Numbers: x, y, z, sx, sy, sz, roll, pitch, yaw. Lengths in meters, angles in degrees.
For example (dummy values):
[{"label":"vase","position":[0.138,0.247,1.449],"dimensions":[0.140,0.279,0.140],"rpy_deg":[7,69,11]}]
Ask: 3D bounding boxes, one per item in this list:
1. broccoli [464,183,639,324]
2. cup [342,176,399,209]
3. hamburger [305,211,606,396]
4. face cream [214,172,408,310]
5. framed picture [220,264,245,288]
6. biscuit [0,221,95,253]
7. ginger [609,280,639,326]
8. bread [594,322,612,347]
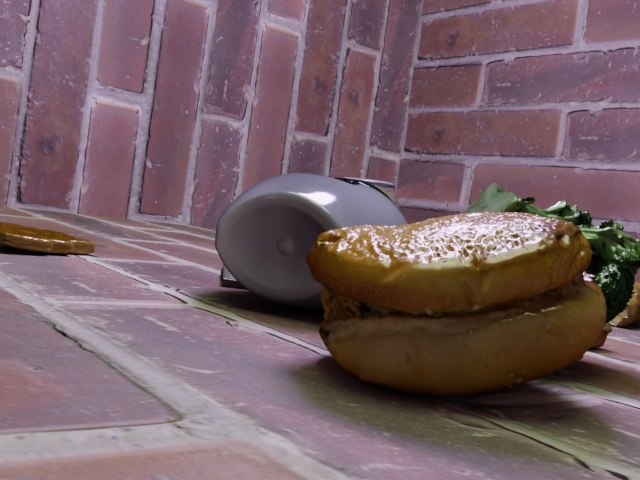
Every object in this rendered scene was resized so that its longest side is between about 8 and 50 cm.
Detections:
[{"label":"broccoli","position":[0.301,0.044,1.015],"dimensions":[0.245,0.294,0.265],"rpy_deg":[42,-42,-14]},{"label":"cup","position":[0.072,-0.035,1.914],"dimensions":[0.301,0.256,0.227],"rpy_deg":[7,0,21]},{"label":"hamburger","position":[0.147,0.055,0.792],"dimensions":[0.315,0.170,0.290],"rpy_deg":[-8,11,-1]},{"label":"face cream","position":[0.000,0.000,1.232],"dimensions":[0.313,0.219,0.357],"rpy_deg":[9,6,18]},{"label":"framed picture","position":[-0.066,0.085,1.434],"dimensions":[0.260,0.023,0.189],"rpy_deg":[8,5,-8]},{"label":"biscuit","position":[-0.578,0.001,1.472],"dimensions":[0.212,0.041,0.239],"rpy_deg":[14,3,3]},{"label":"ginger","position":[0.675,0.139,1.626],"dimensions":[0.216,0.102,0.157],"rpy_deg":[10,26,-22]},{"label":"bread","position":[0.414,0.144,1.230],"dimensions":[0.074,0.053,0.132],"rpy_deg":[6,2,-38]}]
